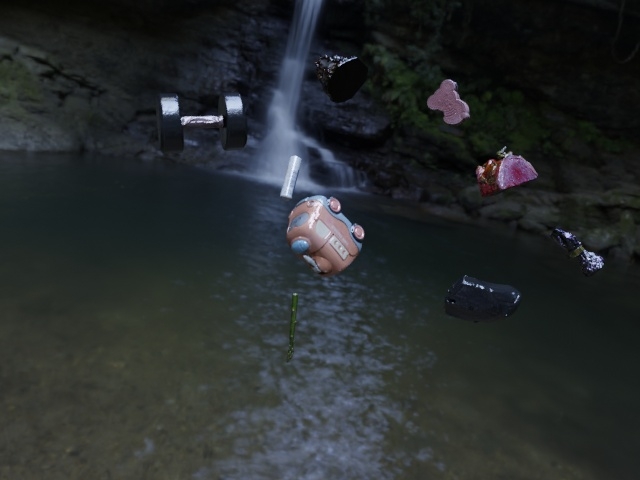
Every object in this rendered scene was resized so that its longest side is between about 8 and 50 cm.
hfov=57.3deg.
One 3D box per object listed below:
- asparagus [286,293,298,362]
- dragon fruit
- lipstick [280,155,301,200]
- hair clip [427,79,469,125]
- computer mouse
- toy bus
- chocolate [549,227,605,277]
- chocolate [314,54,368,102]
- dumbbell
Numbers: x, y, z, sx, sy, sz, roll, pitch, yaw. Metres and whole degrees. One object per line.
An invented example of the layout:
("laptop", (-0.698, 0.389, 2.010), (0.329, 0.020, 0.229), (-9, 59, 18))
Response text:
("asparagus", (-0.057, 0.185, 1.216), (0.016, 0.162, 0.016), (-4, 22, -24))
("dragon fruit", (0.424, -0.161, 1.372), (0.147, 0.096, 0.102), (-16, -10, -40))
("lipstick", (-0.092, -0.194, 1.827), (0.040, 0.141, 0.040), (12, -15, 3))
("hair clip", (0.458, -0.479, 2.070), (0.102, 0.123, 0.138), (22, 38, -39))
("computer mouse", (0.425, 0.163, 1.517), (0.217, 0.122, 0.073), (11, 36, -12))
("toy bus", (0.000, 0.000, 2.075), (0.194, 0.287, 0.232), (-24, 26, 45))
("chocolate", (0.655, 0.028, 1.511), (0.147, 0.070, 0.072), (40, -24, 12))
("chocolate", (0.042, -0.519, 1.799), (0.156, 0.156, 0.133), (-2, 41, -47))
("dumbbell", (-0.308, -0.304, 1.515), (0.218, 0.152, 0.152), (-6, 16, -17))
